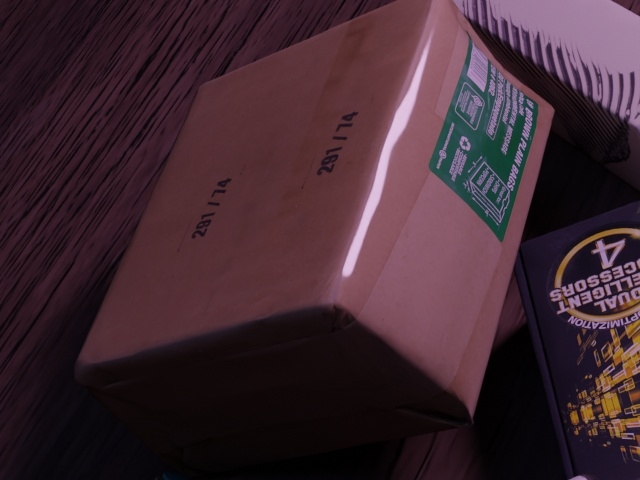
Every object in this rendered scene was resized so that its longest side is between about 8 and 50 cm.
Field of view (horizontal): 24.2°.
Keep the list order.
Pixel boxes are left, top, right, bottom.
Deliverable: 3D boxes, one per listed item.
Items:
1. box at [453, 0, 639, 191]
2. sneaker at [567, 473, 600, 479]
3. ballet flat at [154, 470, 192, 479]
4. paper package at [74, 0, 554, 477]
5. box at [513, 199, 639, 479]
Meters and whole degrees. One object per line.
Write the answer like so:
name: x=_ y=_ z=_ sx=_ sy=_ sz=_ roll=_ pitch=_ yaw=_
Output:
box: x=0.232 y=-0.147 z=1.296 sx=0.094 sy=0.113 sz=0.275 roll=-40 pitch=42 yaw=-7
sneaker: x=0.128 y=0.261 z=0.834 sx=0.162 sy=0.106 sz=0.281 roll=-30 pitch=21 yaw=10
ballet flat: x=-0.079 y=0.237 z=1.169 sx=0.168 sy=0.057 sz=0.052 roll=25 pitch=94 yaw=46
paper package: x=0.000 y=0.000 z=1.196 sx=0.309 sy=0.168 sz=0.325 roll=-17 pitch=42 yaw=41
box: x=0.353 y=0.074 z=1.035 sx=0.395 sy=0.097 sz=0.318 roll=-20 pitch=46 yaw=14
